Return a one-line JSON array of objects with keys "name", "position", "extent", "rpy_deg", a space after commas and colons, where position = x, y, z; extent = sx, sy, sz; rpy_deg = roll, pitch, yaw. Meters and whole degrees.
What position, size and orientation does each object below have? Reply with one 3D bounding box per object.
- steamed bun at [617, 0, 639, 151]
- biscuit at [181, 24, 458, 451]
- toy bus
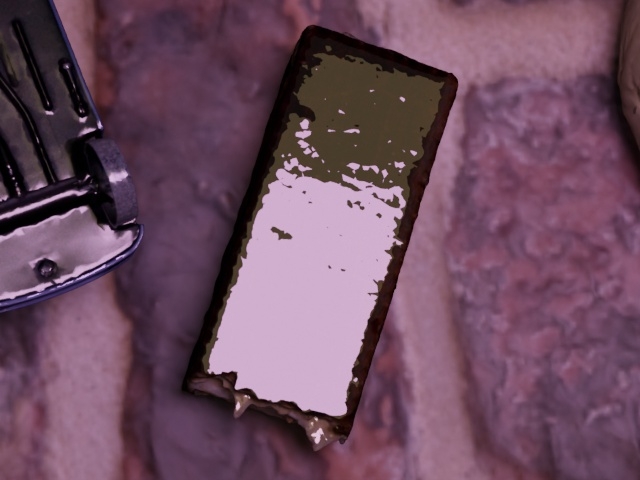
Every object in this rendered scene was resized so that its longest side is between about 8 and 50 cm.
[{"name": "steamed bun", "position": [0.356, -0.129, 1.091], "extent": [0.334, 0.233, 0.312], "rpy_deg": [-44, 90, -14]}, {"name": "biscuit", "position": [0.000, 0.000, 1.098], "extent": [0.106, 0.070, 0.252], "rpy_deg": [18, 78, -5]}, {"name": "toy bus", "position": [-0.211, -0.096, 1.051], "extent": [0.125, 0.133, 0.292], "rpy_deg": [-20, 82, -17]}]
